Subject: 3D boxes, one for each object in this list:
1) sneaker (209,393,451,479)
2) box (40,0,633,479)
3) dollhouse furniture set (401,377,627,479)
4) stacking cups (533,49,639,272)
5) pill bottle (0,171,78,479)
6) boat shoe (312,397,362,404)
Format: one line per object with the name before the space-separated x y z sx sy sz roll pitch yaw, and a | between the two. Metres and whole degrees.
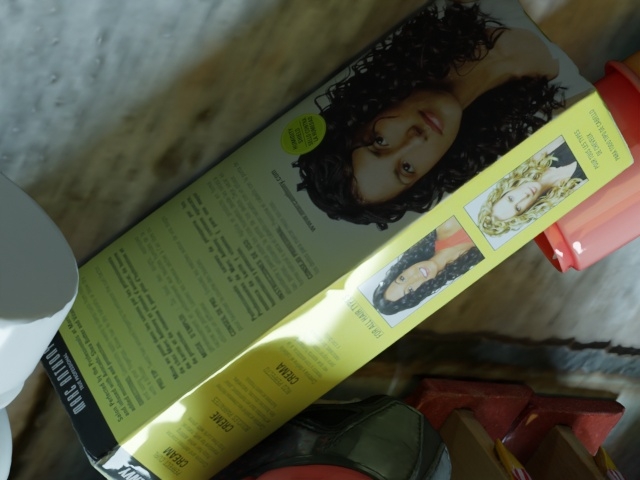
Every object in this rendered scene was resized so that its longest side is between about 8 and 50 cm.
sneaker | -0.049 0.141 0.789 0.276 0.135 0.098 -30 105 36
box | 0.000 0.000 0.716 0.232 0.087 0.058 -38 141 3
dollhouse furniture set | 0.052 0.268 0.925 0.152 0.201 0.374 12 121 -41
stacking cups | 0.219 -0.093 0.779 0.316 0.096 0.096 -31 140 3
pill bottle | -0.181 0.078 0.634 0.131 0.131 0.229 14 121 -42
boat shoe | -0.030 0.149 0.868 0.072 0.068 0.190 20 107 -31
